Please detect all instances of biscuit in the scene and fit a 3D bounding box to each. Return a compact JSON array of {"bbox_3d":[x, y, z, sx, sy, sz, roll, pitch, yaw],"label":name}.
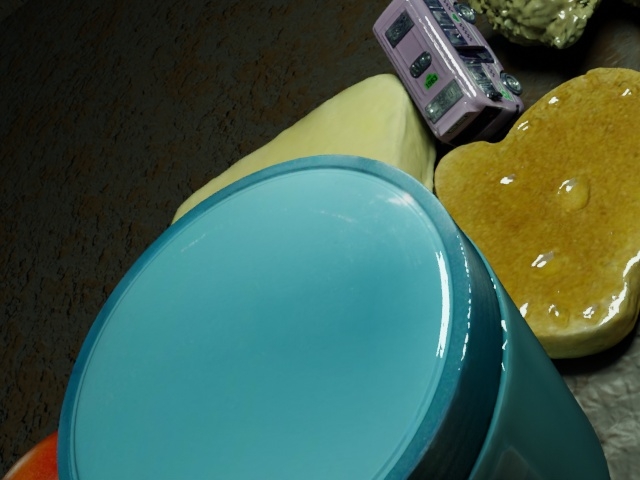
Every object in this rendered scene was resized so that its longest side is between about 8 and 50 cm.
[{"bbox_3d":[0.246,-0.038,0.883,0.287,0.057,0.343,12,64,41],"label":"biscuit"}]

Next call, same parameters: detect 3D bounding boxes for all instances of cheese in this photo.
[{"bbox_3d":[-0.001,0.001,1.000,0.384,0.104,0.384,-20,47,22],"label":"cheese"}]

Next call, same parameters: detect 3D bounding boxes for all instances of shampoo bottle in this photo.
[{"bbox_3d":[0.032,0.162,0.668,0.331,0.342,0.331,-20,48,23],"label":"shampoo bottle"}]

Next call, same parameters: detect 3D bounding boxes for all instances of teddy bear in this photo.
[{"bbox_3d":[0.315,-0.334,1.006,0.256,0.156,0.267,-45,44,-1],"label":"teddy bear"}]

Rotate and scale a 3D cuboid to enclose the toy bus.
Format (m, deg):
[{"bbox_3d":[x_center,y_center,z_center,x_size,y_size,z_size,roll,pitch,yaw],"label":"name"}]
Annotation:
[{"bbox_3d":[0.153,-0.209,1.001,0.096,0.108,0.199,-44,65,40],"label":"toy bus"}]

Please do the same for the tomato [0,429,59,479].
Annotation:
[{"bbox_3d":[-0.219,0.304,0.802,0.298,0.226,0.298,-37,38,37],"label":"tomato"}]
